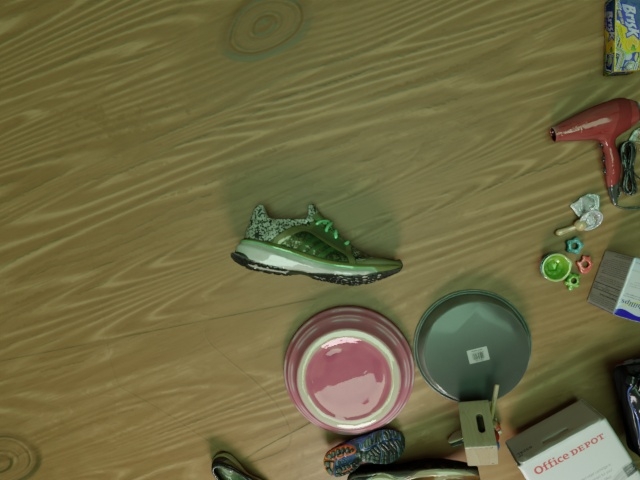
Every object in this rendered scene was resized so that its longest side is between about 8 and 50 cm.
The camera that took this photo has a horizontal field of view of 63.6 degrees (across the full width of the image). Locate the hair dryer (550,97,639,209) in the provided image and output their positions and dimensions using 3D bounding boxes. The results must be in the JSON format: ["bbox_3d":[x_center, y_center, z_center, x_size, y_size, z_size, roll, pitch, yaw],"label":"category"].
[{"bbox_3d":[0.674,-0.213,1.188,0.293,0.080,0.224,24,97,1],"label":"hair dryer"}]

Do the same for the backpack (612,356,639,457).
[{"bbox_3d":[0.826,0.376,1.172,0.263,0.213,0.277,-14,101,13],"label":"backpack"}]

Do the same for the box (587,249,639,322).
[{"bbox_3d":[0.702,0.103,1.194,0.072,0.126,0.137,17,97,0],"label":"box"}]

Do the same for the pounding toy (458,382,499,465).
[{"bbox_3d":[0.382,0.432,1.211,0.100,0.141,0.130,-9,136,13],"label":"pounding toy"}]

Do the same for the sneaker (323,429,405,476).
[{"bbox_3d":[0.107,0.523,1.300,0.221,0.087,0.083,-8,84,-12],"label":"sneaker"}]

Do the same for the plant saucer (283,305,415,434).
[{"bbox_3d":[0.070,0.332,1.279,0.331,0.084,0.332,0,96,4],"label":"plant saucer"}]

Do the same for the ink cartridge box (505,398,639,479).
[{"bbox_3d":[0.619,0.571,1.207,0.223,0.129,0.308,-32,91,6],"label":"ink cartridge box"}]

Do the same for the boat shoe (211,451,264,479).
[{"bbox_3d":[-0.197,0.643,1.330,0.223,0.073,0.080,42,97,-1],"label":"boat shoe"}]

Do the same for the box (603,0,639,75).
[{"bbox_3d":[0.687,-0.467,1.175,0.059,0.054,0.169,-2,95,4],"label":"box"}]

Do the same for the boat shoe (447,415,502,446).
[{"bbox_3d":[0.387,0.488,1.293,0.137,0.049,0.043,-25,96,1],"label":"boat shoe"}]

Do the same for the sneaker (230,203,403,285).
[{"bbox_3d":[0.000,0.000,1.232,0.410,0.158,0.182,9,79,-2],"label":"sneaker"}]

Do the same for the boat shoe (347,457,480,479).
[{"bbox_3d":[0.231,0.613,1.269,0.323,0.122,0.120,-10,76,13],"label":"boat shoe"}]

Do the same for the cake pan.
[{"bbox_3d":[0.378,0.269,1.267,0.293,0.054,0.293,0,96,3],"label":"cake pan"}]

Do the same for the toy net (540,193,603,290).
[{"bbox_3d":[0.620,0.002,1.230,0.122,0.045,0.232,27,96,1],"label":"toy net"}]
